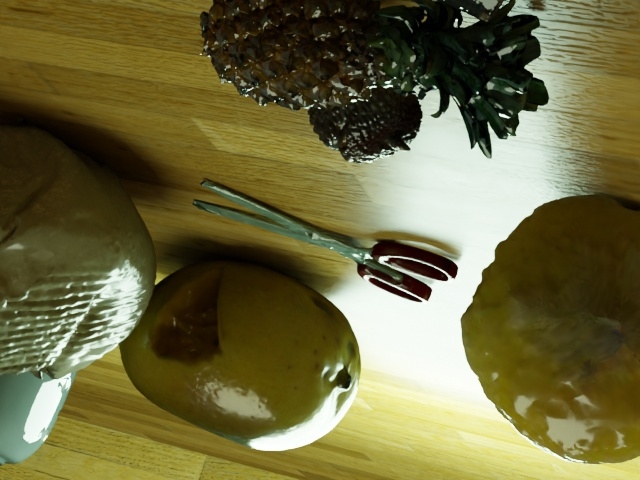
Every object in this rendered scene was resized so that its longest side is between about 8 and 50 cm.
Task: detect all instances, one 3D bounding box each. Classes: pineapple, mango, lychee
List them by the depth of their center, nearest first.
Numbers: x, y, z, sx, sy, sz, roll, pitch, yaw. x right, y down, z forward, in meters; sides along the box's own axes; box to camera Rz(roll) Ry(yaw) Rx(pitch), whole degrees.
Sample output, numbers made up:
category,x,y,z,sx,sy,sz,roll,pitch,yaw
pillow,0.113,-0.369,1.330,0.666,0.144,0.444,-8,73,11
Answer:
category,x,y,z,sx,sy,sz,roll,pitch,yaw
pineapple,0.025,-0.110,0.906,0.221,0.083,0.103,12,147,21
lychee,0.031,-0.083,1.022,0.083,0.068,0.067,39,176,21
mango,-0.104,0.130,1.660,0.253,0.182,0.365,25,162,-25

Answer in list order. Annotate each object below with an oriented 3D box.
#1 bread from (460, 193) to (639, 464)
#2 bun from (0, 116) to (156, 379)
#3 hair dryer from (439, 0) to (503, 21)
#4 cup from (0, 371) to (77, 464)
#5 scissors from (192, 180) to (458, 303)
category,x,y,z,sx,sy,sz,roll,pitch,yaw
bread,0.205,0.071,1.161,0.197,0.197,0.170,16,174,7
bun,-0.293,0.005,1.404,0.205,0.281,0.281,59,176,19
hair dryer,0.042,-0.186,0.724,0.173,0.050,0.195,20,160,-12
cup,-0.397,0.091,1.681,0.259,0.274,0.357,25,162,-20
scissors,0.000,0.000,1.424,0.248,0.017,0.144,21,163,-5
